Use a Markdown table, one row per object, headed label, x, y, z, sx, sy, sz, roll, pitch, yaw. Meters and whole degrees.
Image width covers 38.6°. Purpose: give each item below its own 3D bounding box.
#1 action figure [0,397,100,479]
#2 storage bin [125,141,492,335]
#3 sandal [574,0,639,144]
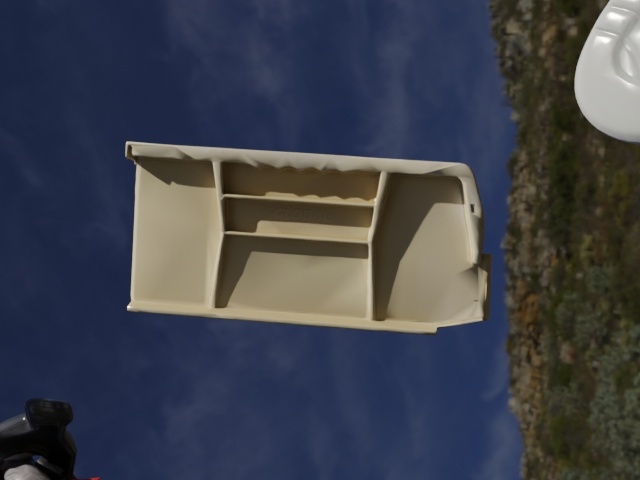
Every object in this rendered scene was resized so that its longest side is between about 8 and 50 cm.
| label | x | y | z | sx | sy | sz | roll | pitch | yaw |
| --- | --- | --- | --- | --- | --- | --- | --- | --- | --- |
| action figure | -0.252 | 0.300 | 0.669 | 0.330 | 0.178 | 0.341 | -16 | -45 | -30 |
| storage bin | 0.000 | 0.000 | 0.758 | 0.262 | 0.260 | 0.123 | 13 | -99 | -85 |
| sandal | 0.395 | -0.229 | 0.749 | 0.102 | 0.169 | 0.416 | 14 | -52 | -46 |
